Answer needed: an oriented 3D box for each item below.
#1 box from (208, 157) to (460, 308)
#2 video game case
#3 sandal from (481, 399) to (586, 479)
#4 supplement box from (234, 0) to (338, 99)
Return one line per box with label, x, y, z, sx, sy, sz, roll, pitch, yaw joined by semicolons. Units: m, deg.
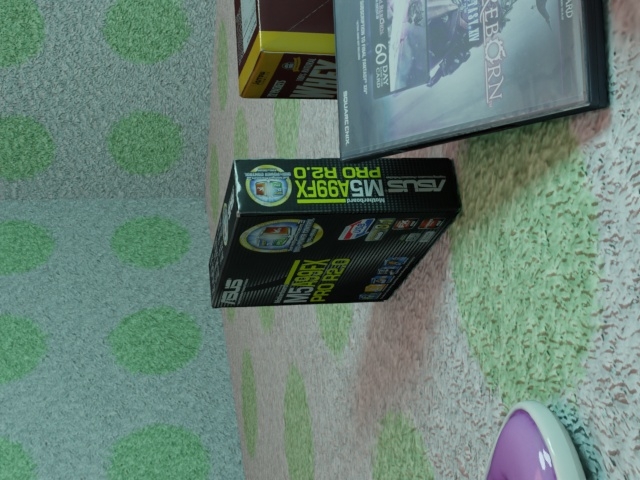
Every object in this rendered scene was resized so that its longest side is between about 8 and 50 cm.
box;0.000;0.000;0.927;0.270;0.216;0.060;118;147;-63
video game case;0.100;-0.176;0.685;0.274;0.026;0.196;-6;85;56
sandal;0.121;0.316;0.691;0.169;0.102;0.416;-115;27;-59
supplement box;0.016;-0.253;0.882;0.129;0.191;0.194;146;122;-73
